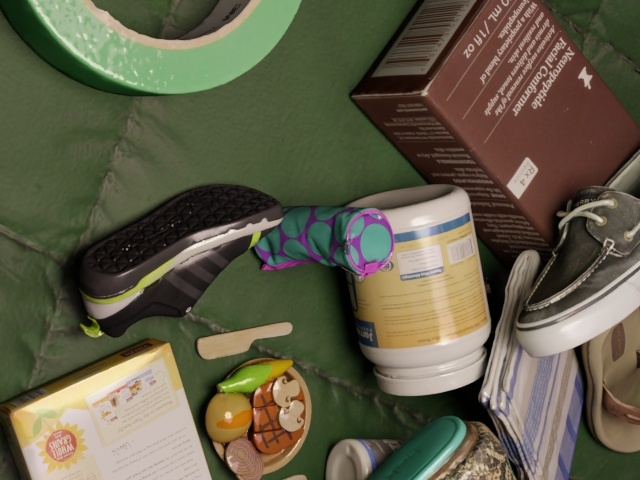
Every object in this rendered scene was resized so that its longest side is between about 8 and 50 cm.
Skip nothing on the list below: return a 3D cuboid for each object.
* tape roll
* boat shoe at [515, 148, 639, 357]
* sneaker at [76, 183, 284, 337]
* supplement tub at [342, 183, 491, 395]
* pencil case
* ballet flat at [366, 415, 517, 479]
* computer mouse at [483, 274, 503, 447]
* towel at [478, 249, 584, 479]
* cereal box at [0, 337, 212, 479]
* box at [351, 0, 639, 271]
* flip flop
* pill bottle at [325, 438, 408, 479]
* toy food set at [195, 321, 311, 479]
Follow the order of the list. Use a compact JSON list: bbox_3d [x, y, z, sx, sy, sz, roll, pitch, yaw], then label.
[{"bbox_3d":[-0.159,-0.297,1.226,0.321,0.077,0.321,-2,94,-34],"label":"tape roll"},{"bbox_3d":[0.303,-0.005,1.384,0.335,0.121,0.119,-40,107,-35],"label":"boat shoe"},{"bbox_3d":[-0.140,0.022,1.275,0.234,0.084,0.097,-25,131,-29],"label":"sneaker"},{"bbox_3d":[0.102,0.051,1.382,0.144,0.144,0.200,-18,103,-32],"label":"supplement tub"},{"bbox_3d":[0.000,0.000,1.306,0.064,0.151,0.070,8,87,-42],"label":"pencil case"},{"bbox_3d":[0.006,0.369,1.273,0.482,0.164,0.182,-33,101,-12],"label":"ballet flat"},{"bbox_3d":[0.222,0.155,1.532,0.071,0.041,0.242,-28,108,-28],"label":"computer mouse"},{"bbox_3d":[0.246,0.171,1.469,0.285,0.034,0.209,61,39,-45],"label":"towel"},{"bbox_3d":[-0.194,0.237,1.255,0.173,0.047,0.240,-23,106,-30],"label":"cereal box"},{"bbox_3d":[0.233,-0.106,1.464,0.381,0.143,0.191,44,70,-30],"label":"box"},{"bbox_3d":[0.384,0.175,1.584,0.112,0.080,0.277,-44,139,-24],"label":"flip flop"},{"bbox_3d":[0.081,0.257,1.421,0.137,0.078,0.078,7,89,-34],"label":"pill bottle"},{"bbox_3d":[-0.061,0.186,1.345,0.132,0.038,0.192,-12,100,-33],"label":"toy food set"}]
